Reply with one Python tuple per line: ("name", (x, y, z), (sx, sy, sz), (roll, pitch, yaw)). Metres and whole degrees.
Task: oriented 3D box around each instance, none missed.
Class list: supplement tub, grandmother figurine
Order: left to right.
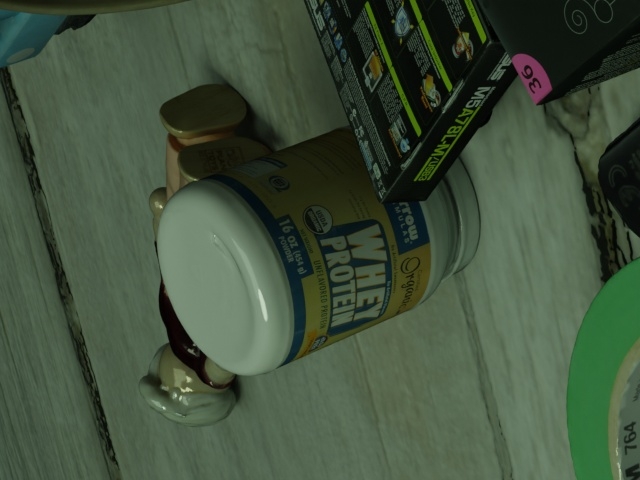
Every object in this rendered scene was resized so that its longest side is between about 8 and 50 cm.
("grandmother figurine", (-0.102, 0.043, 1.621), (0.342, 0.104, 0.207), (99, 164, -44))
("supplement tub", (0.000, 0.000, 1.331), (0.144, 0.200, 0.144), (35, 136, 42))

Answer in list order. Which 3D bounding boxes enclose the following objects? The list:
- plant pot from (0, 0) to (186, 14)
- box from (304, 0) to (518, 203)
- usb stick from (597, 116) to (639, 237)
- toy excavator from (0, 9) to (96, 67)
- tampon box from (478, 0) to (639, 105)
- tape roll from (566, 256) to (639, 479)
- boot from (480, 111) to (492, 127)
("plant pot", (-0.147, -0.347, 1.286), (0.323, 0.323, 0.280), (-39, 59, 57))
("box", (0.060, -0.151, 1.228), (0.184, 0.045, 0.190), (-55, 46, 49))
("usb stick", (0.249, -0.079, 1.054), (0.077, 0.045, 0.278), (55, 147, 7))
("toy excavator", (-0.332, -0.207, 1.475), (0.432, 0.445, 0.222), (64, 149, 7))
("tampon box", (0.169, -0.174, 1.062), (0.120, 0.101, 0.161), (63, 148, 10))
("tape roll", (0.281, 0.146, 1.102), (0.321, 0.077, 0.321), (34, 133, 46))
("boot", (0.112, -0.135, 1.226), (0.099, 0.045, 0.121), (-1, 101, 61))
